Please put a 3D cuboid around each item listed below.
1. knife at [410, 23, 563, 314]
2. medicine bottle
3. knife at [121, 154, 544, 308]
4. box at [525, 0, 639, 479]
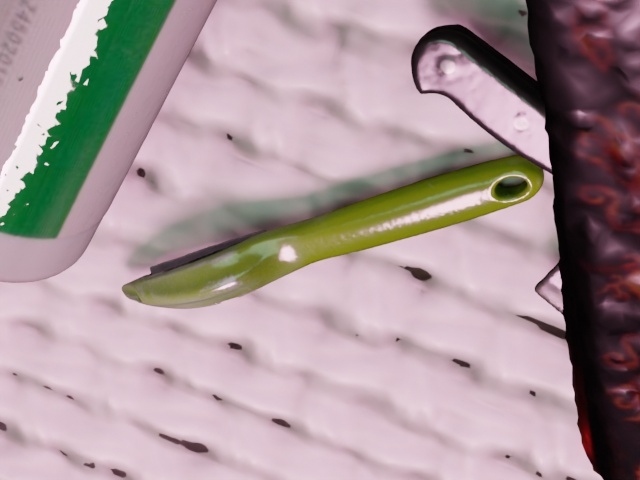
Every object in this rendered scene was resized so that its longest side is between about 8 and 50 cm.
[{"bbox_3d":[0.119,0.013,0.729,0.245,0.019,0.072,38,122,-10],"label":"knife"},{"bbox_3d":[-0.077,-0.104,0.693,0.095,0.095,0.260,32,123,-1],"label":"medicine bottle"},{"bbox_3d":[0.000,0.000,0.765,0.184,0.026,0.022,-17,125,21],"label":"knife"},{"bbox_3d":[0.271,-0.031,0.542,0.415,0.115,0.264,0,143,13],"label":"box"}]
